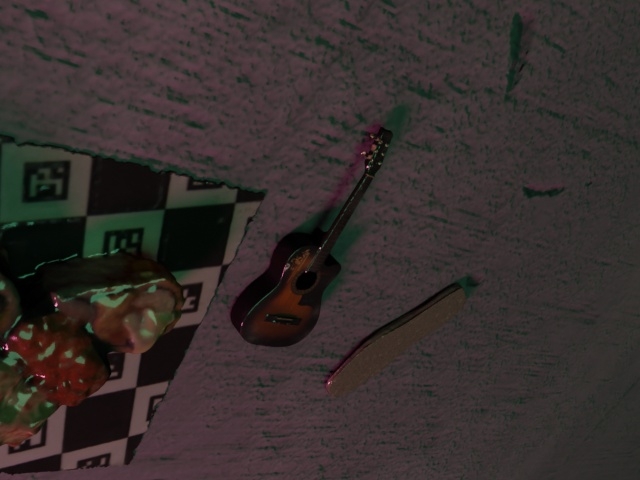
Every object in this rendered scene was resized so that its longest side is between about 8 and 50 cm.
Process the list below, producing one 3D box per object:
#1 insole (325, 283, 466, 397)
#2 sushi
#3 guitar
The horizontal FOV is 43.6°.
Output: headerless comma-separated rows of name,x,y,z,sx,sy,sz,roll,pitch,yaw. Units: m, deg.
insole,0.085,0.111,0.890,0.192,0.010,0.063,-34,139,-12
sushi,-0.222,0.088,0.588,0.339,0.069,0.320,10,117,-43
guitar,0.000,0.000,0.722,0.088,0.025,0.233,14,113,-44
